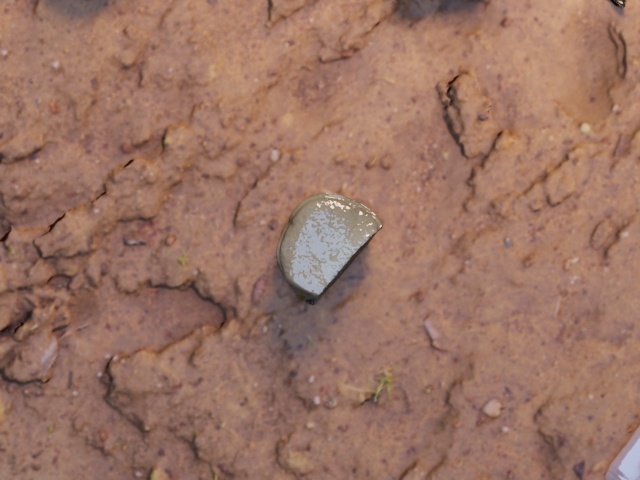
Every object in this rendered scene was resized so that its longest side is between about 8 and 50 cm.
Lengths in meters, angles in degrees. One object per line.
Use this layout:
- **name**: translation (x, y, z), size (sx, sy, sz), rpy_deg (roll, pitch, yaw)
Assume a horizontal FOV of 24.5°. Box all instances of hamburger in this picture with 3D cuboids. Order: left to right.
- **hamburger**: translation (0.000, 0.000, 1.575), size (0.084, 0.054, 0.121), rpy_deg (43, 92, 5)

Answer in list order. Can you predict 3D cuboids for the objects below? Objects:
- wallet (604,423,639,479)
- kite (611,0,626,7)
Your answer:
- **wallet**: translation (0.398, 0.216, 1.567), size (0.124, 0.032, 0.183), rpy_deg (34, 96, 2)
- **kite**: translation (0.309, -0.363, 1.558), size (0.189, 0.009, 0.232), rpy_deg (5, 93, 4)
